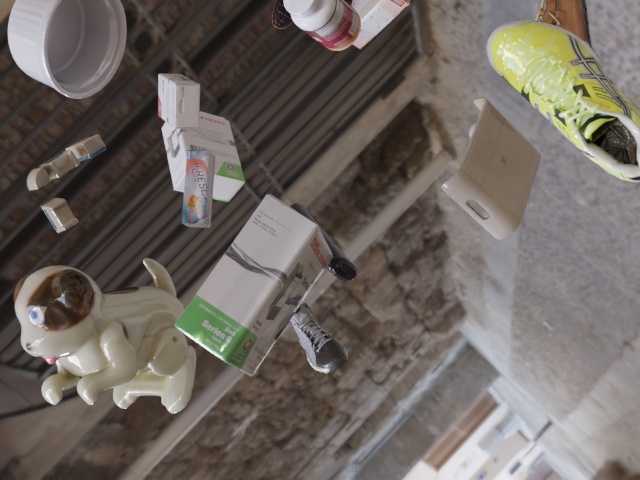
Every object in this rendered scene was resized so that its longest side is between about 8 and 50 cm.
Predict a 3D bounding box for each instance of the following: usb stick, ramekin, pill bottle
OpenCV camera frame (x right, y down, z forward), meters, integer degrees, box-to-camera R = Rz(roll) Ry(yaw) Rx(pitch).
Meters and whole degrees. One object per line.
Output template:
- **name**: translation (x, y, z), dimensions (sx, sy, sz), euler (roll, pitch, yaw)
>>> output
- **usb stick**: translation (0.000, 0.000, 1.684), dimensions (0.077, 0.045, 0.278), euler (32, -168, -36)
- **ramekin**: translation (-0.600, -0.488, 1.829), dimensions (0.135, 0.277, 0.277), euler (20, 168, 20)
- **pill bottle**: translation (0.002, -0.397, 1.354), dimensions (0.086, 0.086, 0.152), euler (42, -167, 29)

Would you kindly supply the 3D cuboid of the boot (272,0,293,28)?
- **boot**: translation (-0.063, -0.650, 2.084), dimensions (0.082, 0.219, 0.106), euler (31, 174, -4)

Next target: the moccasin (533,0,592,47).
- **moccasin**: translation (0.620, -0.553, 2.010), dimensions (0.139, 0.147, 0.379), euler (5, -103, -70)

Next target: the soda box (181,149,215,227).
- **soda box**: translation (-0.294, -0.125, 1.874), dimensions (0.058, 0.183, 0.063), euler (2, 173, 7)

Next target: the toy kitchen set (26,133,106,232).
- **toy kitchen set**: translation (-0.624, -0.142, 1.959), dimensions (0.122, 0.207, 0.166), euler (0, 123, 52)

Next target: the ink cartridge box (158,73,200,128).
- **ink cartridge box**: translation (-0.312, -0.308, 1.704), dimensions (0.056, 0.099, 0.135), euler (-6, -157, -27)

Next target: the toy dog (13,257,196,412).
- **toy dog**: translation (-0.498, 0.197, 1.776), dimensions (0.285, 0.395, 0.408), euler (5, 163, 42)

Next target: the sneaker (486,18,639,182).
- **sneaker**: translation (0.454, -0.253, 1.354), dimensions (0.385, 0.145, 0.147), euler (40, -154, 6)

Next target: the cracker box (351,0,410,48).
- **cracker box**: translation (0.161, -0.648, 2.101), dimensions (0.067, 0.155, 0.232), euler (26, 150, -22)

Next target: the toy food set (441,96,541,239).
- **toy food set**: translation (0.415, -0.180, 1.894), dimensions (0.220, 0.306, 0.092), euler (40, 146, -22)

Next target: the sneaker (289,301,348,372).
- **sneaker**: translation (-0.024, 0.216, 1.809), dimensions (0.132, 0.086, 0.229), euler (59, 168, -23)

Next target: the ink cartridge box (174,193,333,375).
- **ink cartridge box**: translation (-0.112, 0.087, 1.424), dimensions (0.122, 0.289, 0.211), euler (32, 170, 16)

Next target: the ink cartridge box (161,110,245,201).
- **ink cartridge box**: translation (-0.373, -0.274, 2.446), dimensions (0.198, 0.115, 0.272), euler (11, -134, -36)
